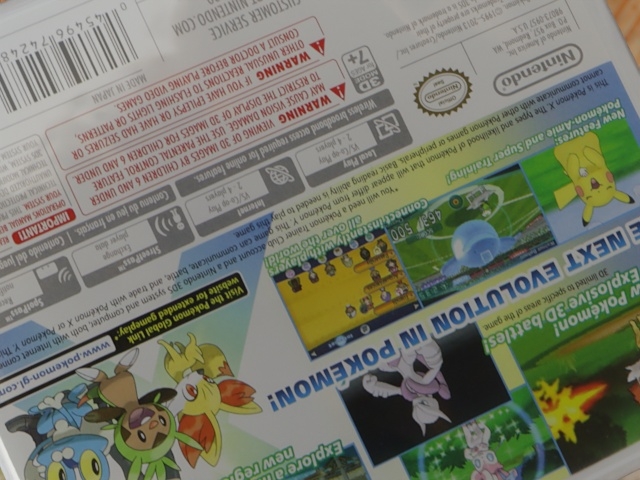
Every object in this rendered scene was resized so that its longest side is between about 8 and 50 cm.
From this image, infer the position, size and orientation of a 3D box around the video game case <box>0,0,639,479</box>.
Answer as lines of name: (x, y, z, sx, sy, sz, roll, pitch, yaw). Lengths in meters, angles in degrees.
video game case: (0.000, 0.000, 0.739, 0.329, 0.300, 0.036, -24, -4, -11)
